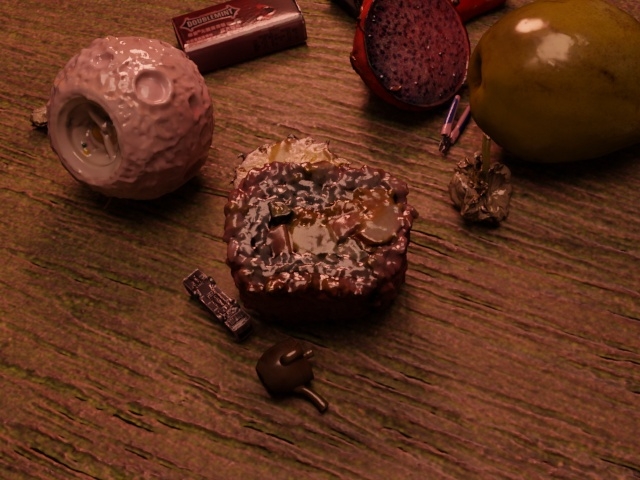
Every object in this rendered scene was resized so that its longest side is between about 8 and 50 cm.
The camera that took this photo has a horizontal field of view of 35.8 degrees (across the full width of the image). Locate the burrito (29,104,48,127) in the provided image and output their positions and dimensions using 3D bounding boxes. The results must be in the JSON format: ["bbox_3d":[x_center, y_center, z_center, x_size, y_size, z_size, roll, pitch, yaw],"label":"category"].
[{"bbox_3d":[-0.420,-0.236,1.711,0.171,0.042,0.051,-22,23,-17],"label":"burrito"}]

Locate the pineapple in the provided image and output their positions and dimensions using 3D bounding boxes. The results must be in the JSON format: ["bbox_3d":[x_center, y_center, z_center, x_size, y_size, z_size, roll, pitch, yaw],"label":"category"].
[{"bbox_3d":[-0.038,-0.078,1.548,0.221,0.047,0.221,-3,55,5],"label":"pineapple"}]

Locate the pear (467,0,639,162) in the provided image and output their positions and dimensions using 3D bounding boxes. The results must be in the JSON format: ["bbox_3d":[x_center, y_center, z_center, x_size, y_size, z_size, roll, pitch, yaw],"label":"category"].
[{"bbox_3d":[0.378,-0.240,1.501,0.307,0.253,0.253,5,53,2],"label":"pear"}]

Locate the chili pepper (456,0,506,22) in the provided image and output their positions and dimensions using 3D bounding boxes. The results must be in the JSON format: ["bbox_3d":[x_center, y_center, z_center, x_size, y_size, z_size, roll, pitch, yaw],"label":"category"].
[{"bbox_3d":[0.263,-0.428,1.766,0.272,0.071,0.063,-29,50,-12],"label":"chili pepper"}]

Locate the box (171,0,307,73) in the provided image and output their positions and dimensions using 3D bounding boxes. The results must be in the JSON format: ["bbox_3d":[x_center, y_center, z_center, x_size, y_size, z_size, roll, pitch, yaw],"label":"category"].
[{"bbox_3d":[-0.146,-0.379,1.779,0.224,0.069,0.120,-18,52,-6],"label":"box"}]

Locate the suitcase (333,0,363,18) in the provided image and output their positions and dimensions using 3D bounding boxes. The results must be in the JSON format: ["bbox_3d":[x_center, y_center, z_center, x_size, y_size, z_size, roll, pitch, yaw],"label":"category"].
[{"bbox_3d":[0.055,-0.456,1.805,0.059,0.086,0.126,-41,57,-6],"label":"suitcase"}]

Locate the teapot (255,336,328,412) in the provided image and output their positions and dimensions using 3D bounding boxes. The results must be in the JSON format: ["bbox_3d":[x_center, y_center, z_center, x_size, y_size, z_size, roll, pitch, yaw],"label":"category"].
[{"bbox_3d":[-0.033,0.184,1.321,0.080,0.085,0.110,-28,74,-13],"label":"teapot"}]

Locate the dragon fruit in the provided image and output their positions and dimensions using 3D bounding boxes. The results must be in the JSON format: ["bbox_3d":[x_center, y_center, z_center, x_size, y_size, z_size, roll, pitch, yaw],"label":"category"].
[{"bbox_3d":[0.128,-0.316,1.654,0.223,0.218,0.148,-34,14,-28],"label":"dragon fruit"}]

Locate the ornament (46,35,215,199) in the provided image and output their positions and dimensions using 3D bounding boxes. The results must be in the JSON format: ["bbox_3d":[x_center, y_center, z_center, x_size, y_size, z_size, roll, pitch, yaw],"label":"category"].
[{"bbox_3d":[-0.287,-0.190,1.535,0.259,0.259,0.225,24,33,23],"label":"ornament"}]

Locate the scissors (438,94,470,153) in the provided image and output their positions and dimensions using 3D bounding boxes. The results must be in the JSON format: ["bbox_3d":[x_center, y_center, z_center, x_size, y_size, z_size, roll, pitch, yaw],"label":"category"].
[{"bbox_3d":[0.216,-0.185,1.609,0.039,0.012,0.113,36,60,-20],"label":"scissors"}]

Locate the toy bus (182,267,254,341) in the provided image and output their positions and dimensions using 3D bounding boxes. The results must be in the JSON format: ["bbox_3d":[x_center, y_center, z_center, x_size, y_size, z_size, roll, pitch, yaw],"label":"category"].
[{"bbox_3d":[-0.146,0.093,1.418,0.037,0.052,0.130,-40,56,-17],"label":"toy bus"}]

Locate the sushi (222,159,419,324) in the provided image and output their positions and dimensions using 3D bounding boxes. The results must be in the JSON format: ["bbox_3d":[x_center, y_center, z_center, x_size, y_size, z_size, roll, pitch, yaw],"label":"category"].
[{"bbox_3d":[0.000,0.000,1.388,0.270,0.171,0.237,-1,64,1],"label":"sushi"}]

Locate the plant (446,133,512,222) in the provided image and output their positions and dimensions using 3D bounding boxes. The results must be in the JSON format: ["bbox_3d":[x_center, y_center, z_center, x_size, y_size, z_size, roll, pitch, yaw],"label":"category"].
[{"bbox_3d":[0.247,-0.094,1.480,0.104,0.122,0.116,-2,44,-9],"label":"plant"}]
